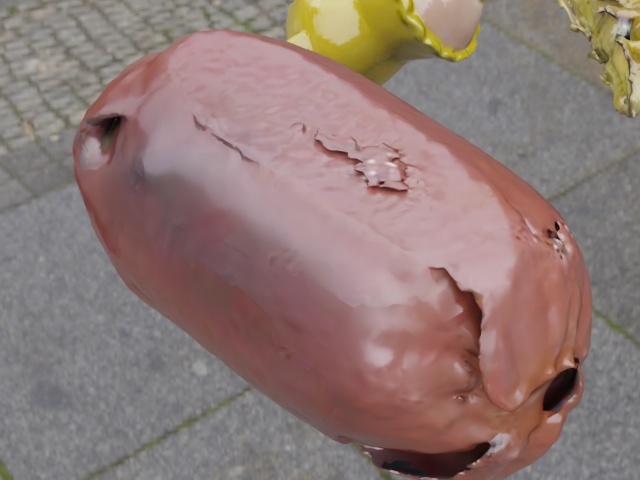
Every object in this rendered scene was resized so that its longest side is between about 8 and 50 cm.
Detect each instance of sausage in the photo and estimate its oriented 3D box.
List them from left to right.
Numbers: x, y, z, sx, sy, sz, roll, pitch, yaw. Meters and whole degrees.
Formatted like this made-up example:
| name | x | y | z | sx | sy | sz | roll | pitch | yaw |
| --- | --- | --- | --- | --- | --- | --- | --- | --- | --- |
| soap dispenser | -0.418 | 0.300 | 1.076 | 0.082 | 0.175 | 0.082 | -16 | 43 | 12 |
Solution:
| name | x | y | z | sx | sy | sz | roll | pitch | yaw |
| --- | --- | --- | --- | --- | --- | --- | --- | --- | --- |
| sausage | 0.000 | 0.000 | 0.575 | 0.152 | 0.152 | 0.280 | -34 | 52 | -31 |

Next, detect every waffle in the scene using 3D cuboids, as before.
| name | x | y | z | sx | sy | sz | roll | pitch | yaw |
| --- | --- | --- | --- | --- | --- | --- | --- | --- | --- |
| waffle | 0.339 | -0.196 | 1.171 | 0.309 | 0.065 | 0.283 | 31 | 44 | 19 |

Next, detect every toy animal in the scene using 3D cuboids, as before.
| name | x | y | z | sx | sy | sz | roll | pitch | yaw |
| --- | --- | --- | --- | --- | --- | --- | --- | --- | --- |
| toy animal | 0.071 | -0.214 | 1.167 | 0.230 | 0.156 | 0.156 | -28 | 29 | 33 |
